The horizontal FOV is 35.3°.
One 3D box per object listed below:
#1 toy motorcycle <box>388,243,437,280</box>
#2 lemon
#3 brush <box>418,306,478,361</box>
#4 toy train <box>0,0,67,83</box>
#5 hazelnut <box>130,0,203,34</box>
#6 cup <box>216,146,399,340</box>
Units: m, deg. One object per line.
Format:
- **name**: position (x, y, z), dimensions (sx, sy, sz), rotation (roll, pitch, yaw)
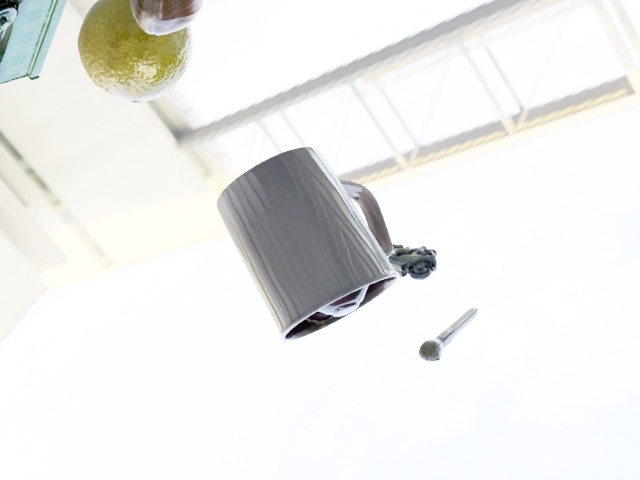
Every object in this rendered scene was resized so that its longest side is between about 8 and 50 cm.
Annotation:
- **toy motorcycle**: position (0.225, 0.047, 2.467), dimensions (0.124, 0.061, 0.193), rotation (-25, -153, -28)
- **lemon**: position (-0.438, -0.468, 2.395), dimensions (0.293, 0.293, 0.293), rotation (-30, -156, 15)
- **brush**: position (0.258, 0.177, 1.947), dimensions (0.042, 0.039, 0.299), rotation (1, -168, 29)
- **toy train**: position (-0.609, -0.413, 1.930), dimensions (0.202, 0.120, 0.301), rotation (-31, 166, -42)
- **hazelnut**: position (-0.293, -0.459, 1.866), dimensions (0.150, 0.150, 0.150), rotation (-30, -156, 15)
- **cup**: position (0.002, -0.006, 1.670), dimensions (0.288, 0.273, 0.208), rotation (-26, 167, -17)
